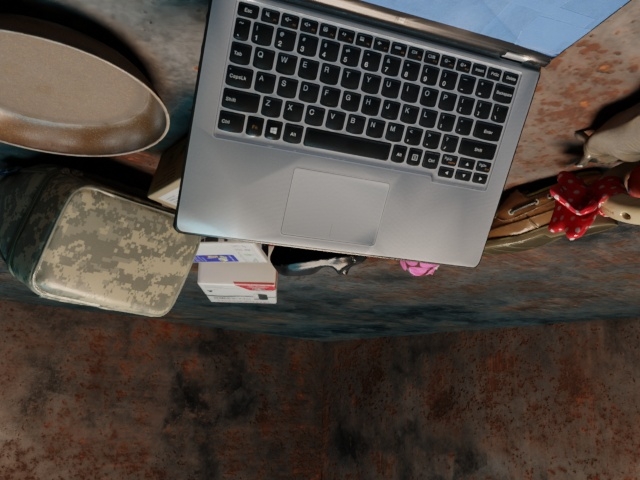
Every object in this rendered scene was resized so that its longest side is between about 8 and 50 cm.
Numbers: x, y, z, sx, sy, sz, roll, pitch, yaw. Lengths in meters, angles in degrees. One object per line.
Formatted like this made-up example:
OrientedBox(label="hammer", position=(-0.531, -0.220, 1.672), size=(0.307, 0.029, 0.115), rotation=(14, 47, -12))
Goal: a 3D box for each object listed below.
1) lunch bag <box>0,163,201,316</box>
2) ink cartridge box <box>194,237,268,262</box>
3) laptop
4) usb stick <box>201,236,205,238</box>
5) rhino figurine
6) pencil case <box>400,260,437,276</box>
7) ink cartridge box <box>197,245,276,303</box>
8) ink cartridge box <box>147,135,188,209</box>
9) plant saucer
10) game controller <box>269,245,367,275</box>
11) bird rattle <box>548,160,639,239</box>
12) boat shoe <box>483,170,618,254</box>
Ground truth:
OrientedBox(label="lunch bag", position=(-0.415, -0.013, 1.055), size=(0.256, 0.212, 0.305), rotation=(22, -179, 40))
OrientedBox(label="ink cartridge box", position=(-0.300, 0.006, 1.376), size=(0.333, 0.065, 0.165), rotation=(-1, 163, 6))
OrientedBox(label="laptop", position=(0.094, -0.141, 0.530), size=(0.382, 0.407, 0.236), rotation=(8, -163, -19))
OrientedBox(label="usb stick", position=(-0.300, -0.009, 1.240), size=(0.278, 0.045, 0.077), rotation=(-19, 172, 15))
OrientedBox(label="rhino figurine", position=(0.421, -0.141, 0.769), size=(0.106, 0.073, 0.243), rotation=(0, 172, -14))
OrientedBox(label="pencil case", position=(0.273, 0.026, 1.344), size=(0.098, 0.095, 0.209), rotation=(41, 158, -6))
OrientedBox(label="ink cartridge box", position=(-0.215, 0.094, 1.584), size=(0.197, 0.114, 0.273), rotation=(2, 165, -3))
OrientedBox(label="ink cartridge box", position=(-0.131, -0.086, 0.899), size=(0.193, 0.088, 0.235), rotation=(25, 160, -29))
OrientedBox(label="plant saucer", position=(-0.345, -0.187, 0.724), size=(0.311, 0.050, 0.310), rotation=(1, 164, 0))
OrientedBox(label="game controller", position=(0.000, 0.000, 1.091), size=(0.167, 0.067, 0.319), rotation=(1, -168, 1))
OrientedBox(label="bird rattle", position=(0.478, -0.061, 0.863), size=(0.207, 0.143, 0.254), rotation=(-33, -159, -25))
OrientedBox(label="boat shoe", position=(0.385, -0.042, 1.075), size=(0.111, 0.104, 0.307), rotation=(4, 165, -43))
